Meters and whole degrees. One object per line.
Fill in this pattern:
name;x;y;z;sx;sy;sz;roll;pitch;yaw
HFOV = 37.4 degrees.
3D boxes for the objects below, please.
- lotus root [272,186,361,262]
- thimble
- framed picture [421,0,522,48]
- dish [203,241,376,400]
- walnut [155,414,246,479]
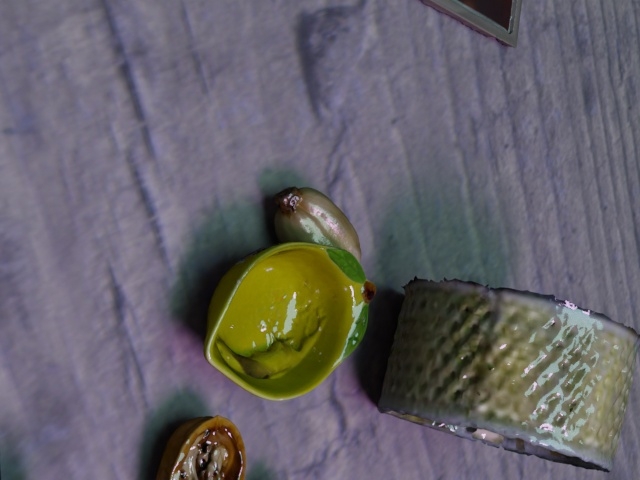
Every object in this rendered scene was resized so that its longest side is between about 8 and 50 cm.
lotus root;0.000;0.000;0.962;0.073;0.062;0.150;-48;126;-18
thimble;0.207;0.149;1.039;0.271;0.271;0.150;26;75;-43
framed picture;0.167;-0.376;1.146;0.289;0.020;0.211;14;83;-46
dish;-0.044;0.069;0.906;0.207;0.080;0.149;-16;107;-40
walnut;-0.116;0.215;0.863;0.091;0.052;0.121;18;81;-46
